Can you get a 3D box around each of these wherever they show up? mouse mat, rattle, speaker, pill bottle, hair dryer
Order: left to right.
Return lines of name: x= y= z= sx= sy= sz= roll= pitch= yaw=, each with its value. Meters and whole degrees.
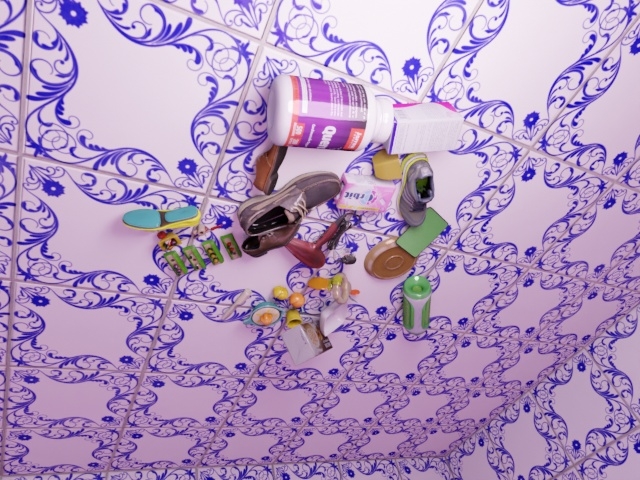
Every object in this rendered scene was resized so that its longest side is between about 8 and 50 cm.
hair dryer: x=0.000 y=0.000 z=1.626 sx=0.293 sy=0.080 sz=0.224 roll=-8 pitch=120 yaw=-18
pill bottle: x=0.025 y=-0.336 z=1.214 sx=0.322 sy=0.182 sz=0.182 roll=1 pitch=132 yaw=-17
rattle: x=0.060 y=0.205 z=1.826 sx=0.142 sy=0.130 sz=0.199 roll=-21 pitch=163 yaw=19
speaker: x=0.421 y=0.289 z=1.972 sx=0.131 sy=0.131 sz=0.297 roll=-14 pitch=135 yaw=-4
mouse mat: x=0.389 y=-0.028 z=1.721 sx=0.190 sy=0.007 sz=0.152 roll=-46 pitch=129 yaw=12

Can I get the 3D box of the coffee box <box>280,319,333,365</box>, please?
coffee box: x=-0.052 y=0.420 z=1.866 sx=0.098 sy=0.141 sz=0.246 roll=-30 pitch=165 yaw=13

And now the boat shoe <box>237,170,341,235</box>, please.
boat shoe: x=-0.092 y=-0.101 z=1.439 sx=0.355 sy=0.130 sz=0.132 roll=-24 pitch=135 yaw=6

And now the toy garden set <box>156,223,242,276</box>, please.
toy garden set: x=-0.412 y=0.029 z=1.523 sx=0.244 sy=0.049 sz=0.204 roll=-17 pitch=135 yaw=-1

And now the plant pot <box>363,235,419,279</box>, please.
plant pot: x=0.291 y=0.080 z=1.801 sx=0.236 sy=0.032 sz=0.236 roll=-9 pitch=134 yaw=-9

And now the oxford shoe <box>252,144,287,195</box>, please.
oxford shoe: x=-0.152 y=-0.240 z=1.337 sx=0.076 sy=0.076 sz=0.212 roll=30 pitch=116 yaw=10

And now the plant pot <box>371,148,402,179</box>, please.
plant pot: x=0.209 y=-0.242 z=1.437 sx=0.083 sy=0.081 sz=0.082 roll=-11 pitch=136 yaw=8

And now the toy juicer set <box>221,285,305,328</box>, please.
toy juicer set: x=-0.210 y=0.273 z=1.790 sx=0.328 sy=0.090 sz=0.209 roll=5 pitch=131 yaw=-21

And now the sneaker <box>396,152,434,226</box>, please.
sneaker: x=0.327 y=-0.150 z=1.527 sx=0.111 sy=0.121 sz=0.300 roll=-15 pitch=135 yaw=-3

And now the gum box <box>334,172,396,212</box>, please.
gum box: x=0.143 y=-0.159 z=1.504 sx=0.188 sy=0.062 sz=0.107 roll=3 pitch=131 yaw=-20

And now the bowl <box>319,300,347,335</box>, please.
bowl: x=0.048 y=0.321 z=1.911 sx=0.142 sy=0.053 sz=0.142 roll=-32 pitch=143 yaw=-35

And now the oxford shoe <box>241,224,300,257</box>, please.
oxford shoe: x=-0.168 y=-0.014 z=1.516 sx=0.227 sy=0.083 sz=0.096 roll=-33 pitch=157 yaw=12

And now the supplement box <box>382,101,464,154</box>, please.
supplement box: x=0.295 y=-0.338 z=1.345 sx=0.219 sy=0.111 sz=0.114 roll=-6 pitch=134 yaw=-11

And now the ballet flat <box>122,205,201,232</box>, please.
ballet flat: x=-0.490 y=-0.058 z=1.405 sx=0.230 sy=0.077 sz=0.077 roll=-7 pitch=151 yaw=-13
